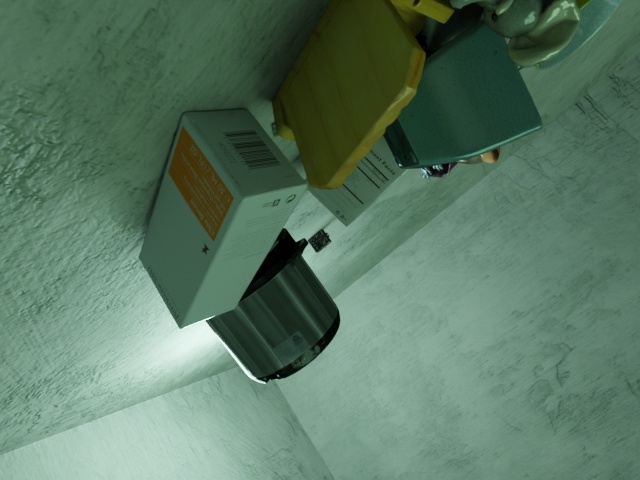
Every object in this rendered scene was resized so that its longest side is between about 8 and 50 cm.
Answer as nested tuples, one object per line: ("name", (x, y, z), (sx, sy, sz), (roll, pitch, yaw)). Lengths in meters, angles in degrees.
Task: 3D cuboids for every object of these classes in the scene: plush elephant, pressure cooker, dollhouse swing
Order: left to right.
("pressure cooker", (-0.179, 0.177, 1.469), (0.375, 0.420, 0.370), (-22, -162, 45))
("dollhouse swing", (0.111, -0.281, 0.886), (0.315, 0.305, 0.347), (-5, 146, -44))
("plush elephant", (0.336, -0.459, 0.775), (0.329, 0.272, 0.255), (3, 139, -30))

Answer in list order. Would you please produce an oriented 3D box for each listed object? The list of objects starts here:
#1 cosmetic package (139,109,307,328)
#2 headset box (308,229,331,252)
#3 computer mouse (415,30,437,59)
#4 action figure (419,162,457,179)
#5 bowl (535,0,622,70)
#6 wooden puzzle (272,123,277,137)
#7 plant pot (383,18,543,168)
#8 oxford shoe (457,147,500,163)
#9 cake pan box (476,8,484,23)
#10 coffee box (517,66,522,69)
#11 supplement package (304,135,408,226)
("cosmetic package", (-0.236, -0.032, 1.019), (0.161, 0.230, 0.453), (-18, 152, -43))
("headset box", (0.000, 0.000, 1.899), (0.083, 0.062, 0.032), (-40, 164, 13))
("computer mouse", (0.267, -0.444, 1.206), (0.272, 0.072, 0.188), (-6, 148, -39))
("action figure", (0.489, -0.393, 1.686), (0.370, 0.248, 0.276), (-45, 123, -8))
("bowl", (0.675, -0.639, 1.298), (0.289, 0.156, 0.289), (-32, 163, -11))
("wooden puzzle", (-0.089, -0.266, 1.087), (0.049, 0.006, 0.083), (-32, 163, -11))
("plant pot", (0.266, -0.282, 1.025), (0.252, 0.248, 0.247), (-29, -172, -4))
("oxford shoe", (0.503, -0.402, 1.497), (0.132, 0.364, 0.130), (-6, 145, 37))
("cake pan box", (0.420, -0.526, 1.107), (0.246, 0.070, 0.267), (-54, 170, -23))
("coffee box", (0.688, -0.626, 1.564), (0.184, 0.040, 0.113), (-34, 164, -4))
("supplement package", (0.123, -0.215, 1.265), (0.293, 0.175, 0.177), (-43, -173, 25))
